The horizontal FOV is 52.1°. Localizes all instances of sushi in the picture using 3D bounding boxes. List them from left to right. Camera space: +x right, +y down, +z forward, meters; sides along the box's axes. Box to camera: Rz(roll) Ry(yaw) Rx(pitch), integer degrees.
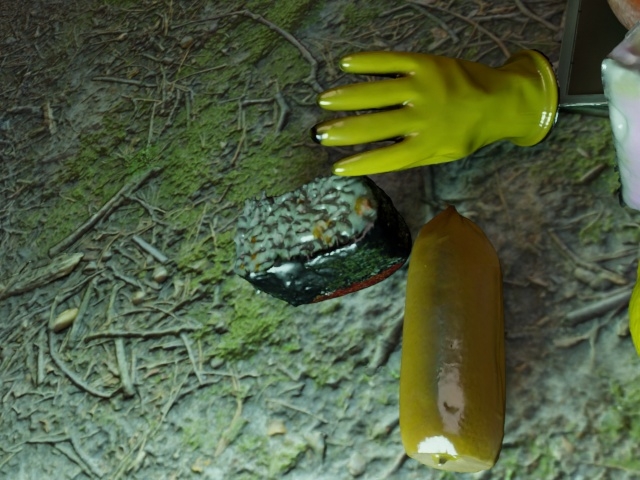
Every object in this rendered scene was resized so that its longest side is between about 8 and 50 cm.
[{"bbox_3d":[0.000,0.000,0.840,0.225,0.126,0.136,-12,59,23],"label":"sushi"}]

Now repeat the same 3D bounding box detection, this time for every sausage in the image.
[{"bbox_3d":[0.148,0.085,0.731,0.112,0.112,0.329,-7,59,24],"label":"sausage"}]

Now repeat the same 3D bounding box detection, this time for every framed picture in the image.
[{"bbox_3d":[0.454,-0.261,0.813,0.293,0.018,0.231,4,65,29],"label":"framed picture"}]

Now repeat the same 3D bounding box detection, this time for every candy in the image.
[{"bbox_3d":[0.369,-0.125,0.629,0.155,0.265,0.115,-47,50,-3],"label":"candy"}]

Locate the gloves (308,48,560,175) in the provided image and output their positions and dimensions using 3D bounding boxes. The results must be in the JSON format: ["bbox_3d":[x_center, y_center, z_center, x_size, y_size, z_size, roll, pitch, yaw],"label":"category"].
[{"bbox_3d":[0.125,-0.155,0.770,0.294,0.116,0.133,-10,94,-19],"label":"gloves"}]

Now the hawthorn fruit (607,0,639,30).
[{"bbox_3d":[0.427,-0.319,0.713,0.231,0.262,0.235,-31,79,35],"label":"hawthorn fruit"}]

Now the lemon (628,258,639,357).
[{"bbox_3d":[0.376,0.084,0.559,0.187,0.187,0.244,-46,53,-2],"label":"lemon"}]
